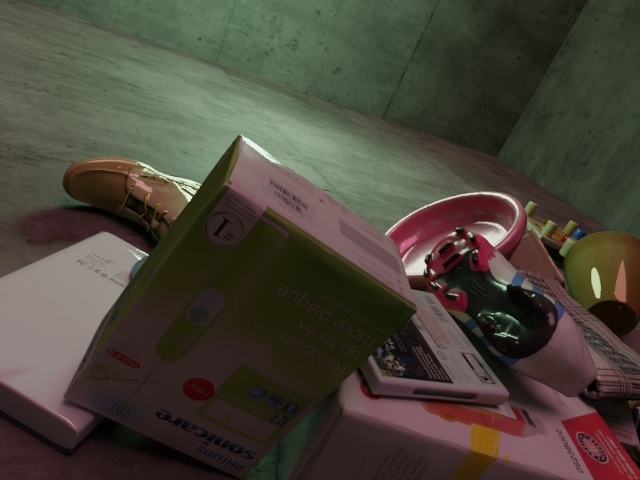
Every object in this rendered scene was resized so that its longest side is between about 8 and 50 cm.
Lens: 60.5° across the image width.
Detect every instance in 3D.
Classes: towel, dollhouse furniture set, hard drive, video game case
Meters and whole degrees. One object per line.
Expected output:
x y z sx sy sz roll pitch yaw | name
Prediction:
0.401 0.128 0.897 0.312 0.056 0.324 14 26 -39 | towel
0.457 0.169 1.249 0.303 0.198 0.286 46 22 -54 | dollhouse furniture set
-0.282 0.094 0.671 0.210 0.040 0.319 28 22 5 | hard drive
0.102 0.111 0.641 0.173 0.022 0.190 13 26 -26 | video game case

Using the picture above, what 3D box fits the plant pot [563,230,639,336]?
0.783 0.140 1.489 0.237 0.237 0.254 29 38 7 | plant pot

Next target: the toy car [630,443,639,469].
0.413 0.367 0.701 0.136 0.159 0.182 54 9 -27 | toy car

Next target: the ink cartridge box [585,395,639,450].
0.449 0.282 0.897 0.104 0.061 0.181 19 52 -17 | ink cartridge box

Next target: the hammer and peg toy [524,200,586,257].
0.837 0.015 1.896 0.265 0.127 0.361 23 23 -12 | hammer and peg toy

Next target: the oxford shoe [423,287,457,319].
0.264 0.114 0.979 0.271 0.098 0.097 10 40 -56 | oxford shoe

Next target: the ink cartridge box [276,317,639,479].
0.154 0.223 0.687 0.384 0.160 0.279 20 23 -12 | ink cartridge box

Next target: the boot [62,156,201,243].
-0.280 -0.041 0.906 0.261 0.095 0.203 14 26 -35 | boot

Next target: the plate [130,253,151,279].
-0.170 0.061 0.776 0.188 0.024 0.188 21 22 -9 | plate

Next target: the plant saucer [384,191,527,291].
0.277 0.012 1.176 0.332 0.332 0.084 -88 153 -66 | plant saucer

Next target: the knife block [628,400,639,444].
0.590 0.327 1.008 0.242 0.088 0.276 19 24 -17 | knife block

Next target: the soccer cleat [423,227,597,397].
0.244 0.094 0.753 0.143 0.116 0.331 42 10 -20 | soccer cleat

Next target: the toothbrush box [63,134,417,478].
-0.080 0.077 0.546 0.206 0.283 0.122 34 24 -19 | toothbrush box
